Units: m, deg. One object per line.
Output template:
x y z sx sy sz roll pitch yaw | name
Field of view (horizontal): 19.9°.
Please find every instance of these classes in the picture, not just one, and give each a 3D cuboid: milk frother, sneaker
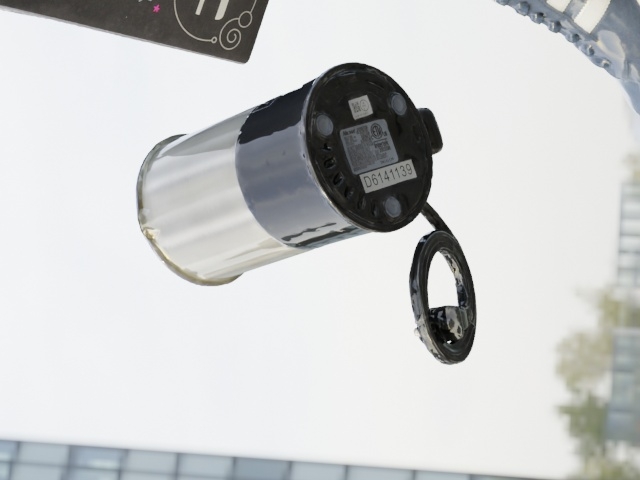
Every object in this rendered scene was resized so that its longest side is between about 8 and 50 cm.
0.000 0.000 0.913 0.129 0.135 0.143 4 -105 -41 | milk frother
0.163 -0.215 1.447 0.350 0.148 0.131 55 178 -25 | sneaker

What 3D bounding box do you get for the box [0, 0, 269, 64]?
-0.159 -0.207 1.058 0.247 0.163 0.142 10 -76 -42 | box
